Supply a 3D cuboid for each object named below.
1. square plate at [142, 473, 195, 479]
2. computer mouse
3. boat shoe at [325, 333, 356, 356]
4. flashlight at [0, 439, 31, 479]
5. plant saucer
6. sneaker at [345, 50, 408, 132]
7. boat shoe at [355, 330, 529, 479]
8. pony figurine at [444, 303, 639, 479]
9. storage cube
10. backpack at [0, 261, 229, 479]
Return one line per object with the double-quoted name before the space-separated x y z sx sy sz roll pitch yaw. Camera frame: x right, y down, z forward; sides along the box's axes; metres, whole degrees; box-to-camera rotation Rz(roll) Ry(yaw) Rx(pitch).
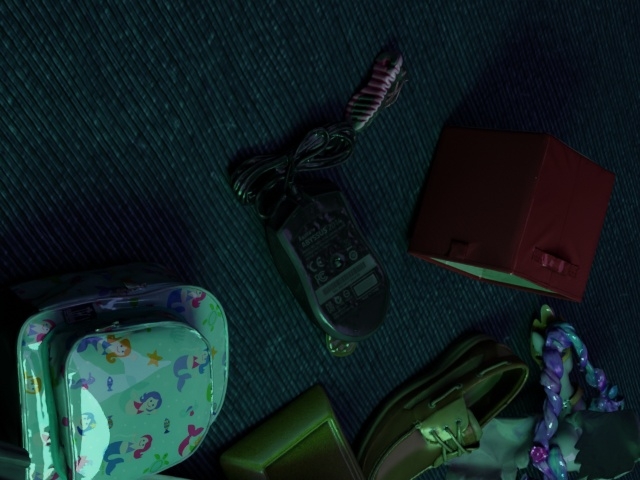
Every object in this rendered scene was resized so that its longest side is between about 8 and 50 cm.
"square plate" -0.088 0.483 1.274 0.347 0.049 0.344 10 101 -4
"computer mouse" 0.000 0.000 1.287 0.188 0.072 0.272 -29 103 -27
"boat shoe" 0.027 0.078 1.371 0.056 0.048 0.153 -3 102 -13
"flashlight" -0.414 0.198 0.907 0.304 0.103 0.103 28 76 -40
"plant saucer" -0.018 0.320 1.364 0.188 0.045 0.188 -32 104 -33
"sneaker" 0.078 -0.185 1.320 0.119 0.047 0.057 -57 144 -8
"boat shoe" 0.185 0.264 1.517 0.324 0.120 0.123 -43 128 -21
"pony figurine" 0.388 0.330 1.651 0.351 0.302 0.364 -64 140 -50
"storage cube" 0.265 -0.039 1.422 0.183 0.215 0.193 20 85 -42
"backpack" -0.215 0.141 1.093 0.253 0.191 0.225 -15 114 -42
